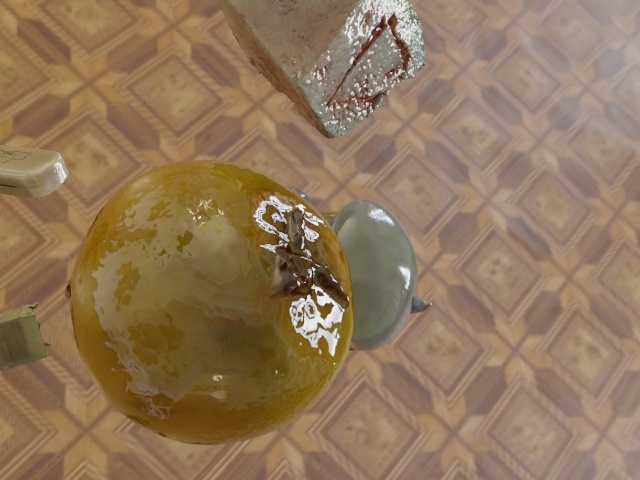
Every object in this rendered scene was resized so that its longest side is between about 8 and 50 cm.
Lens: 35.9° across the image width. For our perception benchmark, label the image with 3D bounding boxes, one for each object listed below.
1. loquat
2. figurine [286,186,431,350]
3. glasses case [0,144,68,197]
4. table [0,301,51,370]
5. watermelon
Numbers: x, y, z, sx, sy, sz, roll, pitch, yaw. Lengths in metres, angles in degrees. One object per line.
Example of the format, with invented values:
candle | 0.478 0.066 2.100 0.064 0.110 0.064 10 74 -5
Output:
loquat | -0.141 0.076 1.138 0.328 0.359 0.328 27 51 -39
figurine | -0.025 -0.002 1.434 0.382 0.205 0.224 34 23 31
glasses case | -0.487 -0.111 1.572 0.196 0.050 0.083 7 38 33
table | -0.452 0.143 1.467 0.083 0.062 0.079 -15 107 -8
watermelon | -0.015 -0.236 1.287 0.261 0.213 0.201 4 69 19
